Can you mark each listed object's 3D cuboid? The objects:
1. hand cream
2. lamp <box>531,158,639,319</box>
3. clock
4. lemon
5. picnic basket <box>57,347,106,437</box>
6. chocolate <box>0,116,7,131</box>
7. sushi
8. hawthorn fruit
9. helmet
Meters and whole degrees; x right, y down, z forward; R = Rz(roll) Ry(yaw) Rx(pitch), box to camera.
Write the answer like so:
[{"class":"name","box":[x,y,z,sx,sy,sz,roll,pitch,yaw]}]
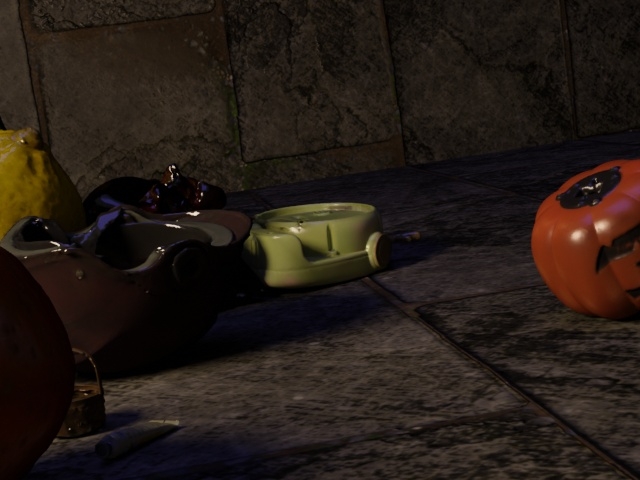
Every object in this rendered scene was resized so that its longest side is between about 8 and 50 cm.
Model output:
[{"class":"hand cream","box":[-0.170,0.180,1.103,0.035,0.022,0.102,-4,4,26]},{"class":"lamp","box":[0.335,0.005,1.346,0.188,0.164,0.187,-27,19,10]},{"class":"clock","box":[0.000,0.000,1.873,0.308,0.096,0.235,-10,10,-33]},{"class":"lemon","box":[-0.436,-0.001,1.556,0.268,0.321,0.268,21,4,-2]},{"class":"picnic basket","box":[-0.246,0.146,1.175,0.072,0.083,0.072,-7,8,1]},{"class":"chocolate","box":[-0.558,-0.032,1.848,0.161,0.360,0.341,-28,18,-32]},{"class":"sushi","box":[-0.235,0.001,1.720,0.227,0.212,0.215,-14,11,-33]},{"class":"hawthorn fruit","box":[-0.327,0.107,0.934,0.275,0.275,0.300,-6,-4,15]},{"class":"helmet","box":[-0.224,0.062,1.421,0.305,0.177,0.225,-4,12,-24]}]
